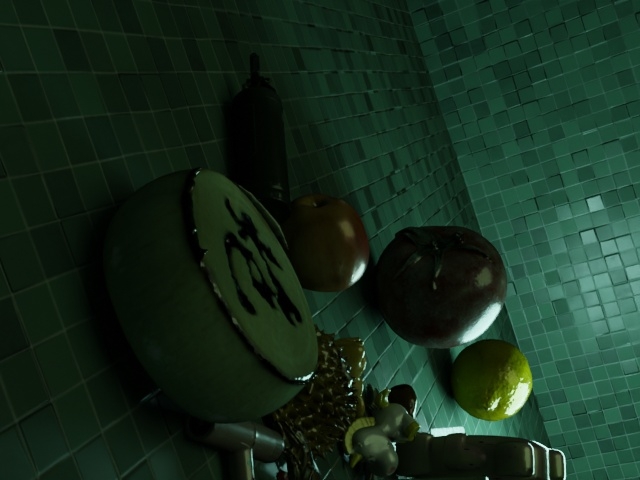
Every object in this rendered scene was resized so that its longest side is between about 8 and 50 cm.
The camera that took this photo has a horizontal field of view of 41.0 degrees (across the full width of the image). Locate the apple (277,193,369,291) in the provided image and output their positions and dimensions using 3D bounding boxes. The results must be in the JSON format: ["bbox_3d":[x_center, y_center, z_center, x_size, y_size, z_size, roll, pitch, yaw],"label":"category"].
[{"bbox_3d":[0.000,0.000,1.572,0.199,0.199,0.199,51,29,-44],"label":"apple"}]

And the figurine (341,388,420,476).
[{"bbox_3d":[0.107,0.383,1.652,0.178,0.109,0.129,-45,110,-36],"label":"figurine"}]

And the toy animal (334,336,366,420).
[{"bbox_3d":[0.051,0.271,1.668,0.070,0.083,0.159,-153,-124,-82],"label":"toy animal"}]

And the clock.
[{"bbox_3d":[0.346,0.478,1.846,0.284,0.310,0.114,27,60,-48],"label":"clock"}]

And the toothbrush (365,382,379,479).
[{"bbox_3d":[0.101,0.442,1.692,0.037,0.028,0.375,50,29,-34],"label":"toothbrush"}]

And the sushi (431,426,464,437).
[{"bbox_3d":[0.309,0.573,2.099,0.231,0.047,0.219,18,61,-59],"label":"sushi"}]

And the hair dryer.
[{"bbox_3d":[-0.121,0.353,1.185,0.195,0.054,0.220,41,44,-53],"label":"hair dryer"}]

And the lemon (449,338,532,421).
[{"bbox_3d":[0.484,0.394,2.431,0.263,0.236,0.235,54,22,-80],"label":"lemon"}]

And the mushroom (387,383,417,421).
[{"bbox_3d":[0.169,0.361,1.810,0.087,0.127,0.127,20,38,-8],"label":"mushroom"}]

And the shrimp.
[{"bbox_3d":[-0.042,0.389,1.332,0.133,0.053,0.236,-34,118,-51],"label":"shrimp"}]

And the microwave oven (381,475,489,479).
[{"bbox_3d":[0.209,0.645,1.462,0.333,0.247,0.394,54,33,-44],"label":"microwave oven"}]

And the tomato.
[{"bbox_3d":[0.283,0.102,2.030,0.316,0.317,0.282,-72,159,-57],"label":"tomato"}]

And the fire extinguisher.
[{"bbox_3d":[-0.110,-0.186,1.546,0.114,0.096,0.311,90,-5,-61],"label":"fire extinguisher"}]

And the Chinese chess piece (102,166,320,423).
[{"bbox_3d":[-0.135,0.070,1.151,0.349,0.146,0.349,55,17,-26],"label":"Chinese chess piece"}]

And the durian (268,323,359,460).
[{"bbox_3d":[-0.007,0.257,1.429,0.183,0.138,0.249,-87,159,-61],"label":"durian"}]
